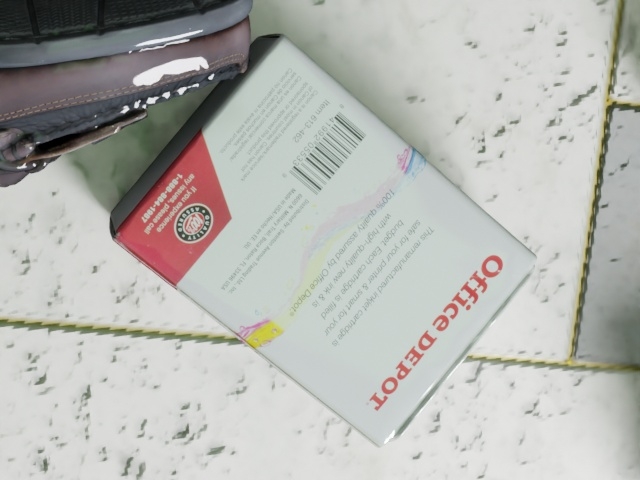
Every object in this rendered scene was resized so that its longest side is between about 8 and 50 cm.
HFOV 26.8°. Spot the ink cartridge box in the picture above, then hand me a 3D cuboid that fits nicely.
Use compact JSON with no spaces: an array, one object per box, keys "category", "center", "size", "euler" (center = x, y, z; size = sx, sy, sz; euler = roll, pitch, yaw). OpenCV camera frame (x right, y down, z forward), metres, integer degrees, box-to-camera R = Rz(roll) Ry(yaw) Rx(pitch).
[{"category":"ink cartridge box","center":[0.000,0.000,0.682],"size":[0.175,0.072,0.127],"euler":[40,89,-14]}]

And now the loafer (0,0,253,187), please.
[{"category":"loafer","center":[-0.177,-0.063,0.635],"size":[0.303,0.109,0.095],"euler":[-10,120,-4]}]
